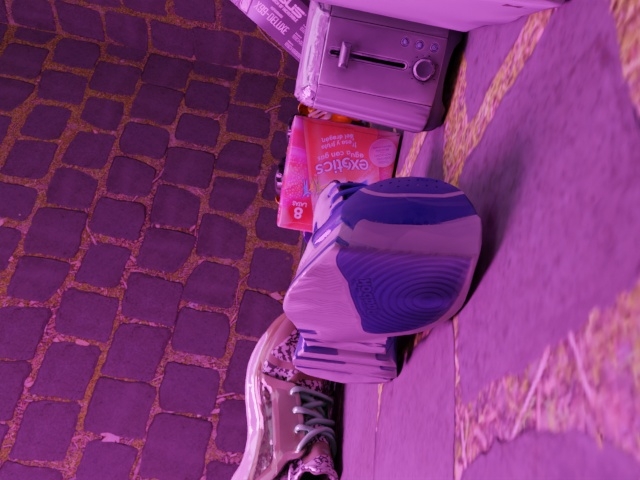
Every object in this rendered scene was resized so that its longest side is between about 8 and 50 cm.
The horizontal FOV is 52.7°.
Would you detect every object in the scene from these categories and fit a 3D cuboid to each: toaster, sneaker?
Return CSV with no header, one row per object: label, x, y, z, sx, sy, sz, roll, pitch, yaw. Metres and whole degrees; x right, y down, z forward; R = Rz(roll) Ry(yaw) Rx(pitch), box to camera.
toaster,0.052,-0.193,0.687,0.227,0.147,0.129,-93,14,-72
sneaker,-0.019,0.290,0.928,0.182,0.158,0.410,-11,63,52
sneaker,0.036,0.004,0.576,0.315,0.128,0.182,105,172,-64

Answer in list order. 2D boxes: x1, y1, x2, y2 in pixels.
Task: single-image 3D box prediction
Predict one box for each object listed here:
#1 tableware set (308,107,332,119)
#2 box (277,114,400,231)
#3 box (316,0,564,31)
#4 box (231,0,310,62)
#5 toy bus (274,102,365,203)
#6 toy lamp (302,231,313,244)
tableware set,0.041,-0.270,1.184,0.024,0.154,0.104,41,-150,-50
box,0.016,-0.100,0.978,0.300,0.142,0.154,-104,23,-80
box,0.086,-0.332,0.418,0.215,0.168,0.345,-97,17,-76
box,-0.015,-0.369,1.012,0.076,0.307,0.242,-37,29,31
toy bus,0.013,-0.138,1.287,0.211,0.150,0.220,54,-134,-74
toy lamp,0.000,0.000,1.408,0.274,0.080,0.080,-100,21,-78
